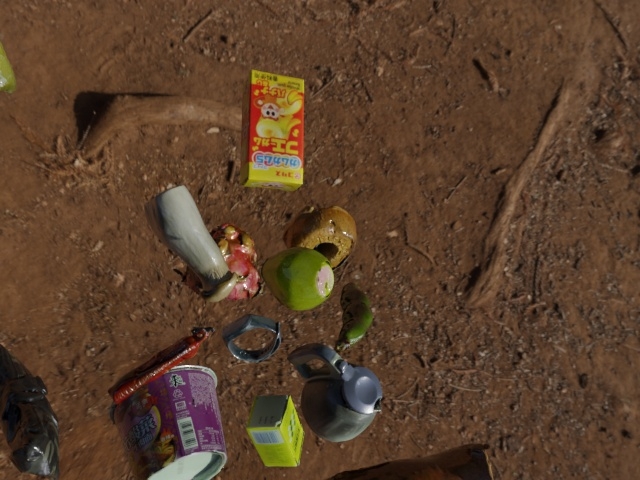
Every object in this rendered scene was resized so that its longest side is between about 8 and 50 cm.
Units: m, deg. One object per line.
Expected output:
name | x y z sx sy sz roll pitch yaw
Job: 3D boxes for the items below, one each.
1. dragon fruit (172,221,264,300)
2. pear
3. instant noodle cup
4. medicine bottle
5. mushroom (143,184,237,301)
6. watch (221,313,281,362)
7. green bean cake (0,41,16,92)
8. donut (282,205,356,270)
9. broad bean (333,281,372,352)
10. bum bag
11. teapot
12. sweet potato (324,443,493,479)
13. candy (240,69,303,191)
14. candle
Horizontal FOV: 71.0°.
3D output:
dragon fruit | -0.367 0.064 1.718 0.314 0.296 0.263 5 106 -35
pear | -0.072 0.109 1.301 0.187 0.219 0.188 10 78 -58
instant noodle cup | -0.435 0.585 1.347 0.339 0.340 0.266 -18 50 -19
medicine bottle | -0.159 0.691 1.625 0.141 0.250 0.137 -7 33 11
mushroom | -0.334 0.008 1.165 0.122 0.159 0.329 -33 92 -22
watch | -0.227 0.337 1.555 0.193 0.206 0.068 43 25 -32
green bean cake | -0.673 -0.290 0.727 0.236 0.233 0.124 -4 108 8
donut | 0.000 0.000 1.794 0.299 0.317 0.150 -12 49 3
broad bean | 0.062 0.130 0.789 0.060 0.297 0.043 9 103 3
bum bag | -0.563 0.322 0.853 0.095 0.144 0.340 -31 45 -33
teapot | 0.033 0.214 0.668 0.111 0.108 0.149 -8 65 -37
sweet potato | 0.034 0.301 0.457 0.336 0.131 0.131 -6 78 -18
candy | -0.120 -0.269 1.118 0.146 0.088 0.276 5 82 -21
candle | -0.379 0.293 1.079 0.301 0.084 0.059 -34 107 6
